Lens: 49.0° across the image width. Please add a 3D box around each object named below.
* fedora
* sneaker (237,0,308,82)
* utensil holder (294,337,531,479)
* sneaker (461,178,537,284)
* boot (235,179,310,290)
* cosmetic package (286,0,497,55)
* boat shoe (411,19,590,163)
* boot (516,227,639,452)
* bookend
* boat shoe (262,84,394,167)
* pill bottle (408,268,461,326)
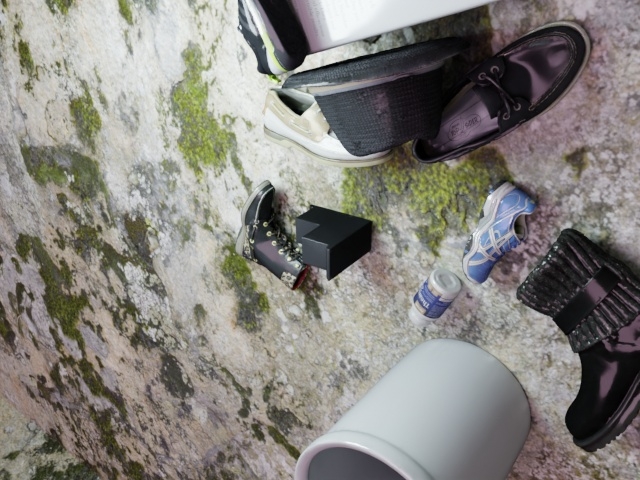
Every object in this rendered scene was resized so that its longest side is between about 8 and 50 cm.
[{"bbox_3d":[0.096,-0.223,1.132,0.334,0.334,0.153,-1,109,39],"label":"fedora"},{"bbox_3d":[-0.106,-0.356,1.078,0.097,0.084,0.235,-12,104,43],"label":"sneaker"},{"bbox_3d":[0.194,0.414,1.356,0.327,0.385,0.328,18,122,31],"label":"utensil holder"},{"bbox_3d":[0.315,-0.001,1.248,0.081,0.080,0.211,32,130,26],"label":"sneaker"},{"bbox_3d":[-0.093,-0.008,1.569,0.178,0.085,0.236,36,137,15],"label":"boot"},{"bbox_3d":[0.134,-0.412,1.070,0.453,0.230,0.161,-3,111,39],"label":"cosmetic package"},{"bbox_3d":[0.273,-0.225,1.138,0.340,0.113,0.127,-27,95,44],"label":"boat shoe"},{"bbox_3d":[0.441,0.170,1.200,0.260,0.131,0.348,30,118,14],"label":"boot"},{"bbox_3d":[0.000,0.000,1.447,0.156,0.157,0.072,17,122,31],"label":"bookend"},{"bbox_3d":[0.004,-0.223,1.355,0.302,0.113,0.103,19,129,31],"label":"boat shoe"},{"bbox_3d":[0.223,0.117,1.393,0.067,0.067,0.120,41,132,14],"label":"pill bottle"}]
